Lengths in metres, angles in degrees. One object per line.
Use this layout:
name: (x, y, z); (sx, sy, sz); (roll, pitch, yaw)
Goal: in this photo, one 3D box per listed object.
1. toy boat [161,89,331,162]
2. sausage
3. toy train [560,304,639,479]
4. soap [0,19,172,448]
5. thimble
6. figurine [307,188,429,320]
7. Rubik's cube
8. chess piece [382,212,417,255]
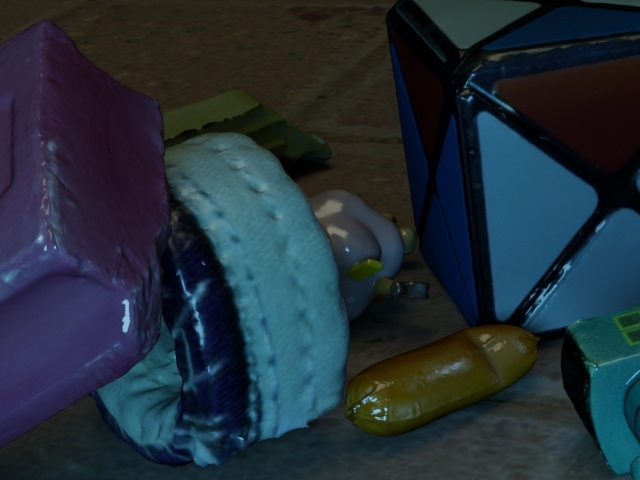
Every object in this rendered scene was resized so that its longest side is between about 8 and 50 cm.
toy boat: (-0.128, -0.089, 1.850); (0.276, 0.084, 0.111); (-16, 23, -21)
sausage: (0.087, 0.103, 1.378); (0.183, 0.054, 0.062); (-20, 59, -36)
toy train: (0.282, 0.126, 1.203); (0.194, 0.120, 0.298); (-15, 23, -2)
soap: (-0.267, 0.045, 1.225); (0.359, 0.128, 0.233); (-33, 40, 20)
thimble: (-0.086, 0.048, 1.343); (0.150, 0.237, 0.237); (-22, 27, -29)
figurine: (-0.019, 0.011, 1.549); (0.228, 0.137, 0.112); (3, 66, 10)
Rubik's cube: (0.208, -0.081, 1.538); (0.250, 0.248, 0.246); (-10, 24, -8)
chess piece: (0.000, -0.001, 1.649); (0.172, 0.060, 0.060); (2, 24, 12)
